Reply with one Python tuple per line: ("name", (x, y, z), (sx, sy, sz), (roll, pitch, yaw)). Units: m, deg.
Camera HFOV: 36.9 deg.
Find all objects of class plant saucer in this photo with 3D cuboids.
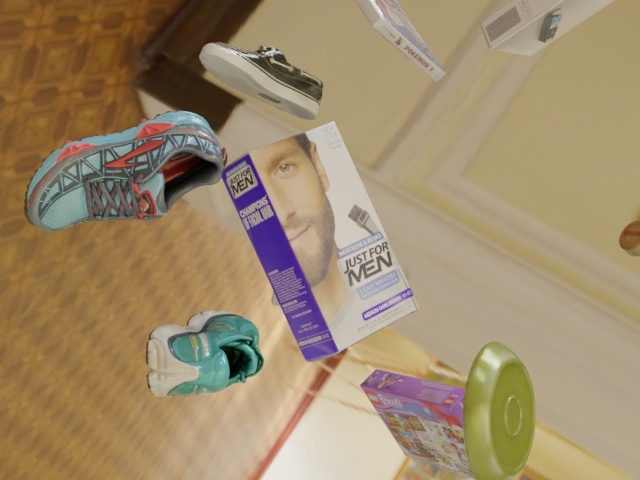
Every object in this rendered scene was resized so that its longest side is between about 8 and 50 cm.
("plant saucer", (0.300, 0.285, 1.561), (0.241, 0.037, 0.240), (5, 84, -55))

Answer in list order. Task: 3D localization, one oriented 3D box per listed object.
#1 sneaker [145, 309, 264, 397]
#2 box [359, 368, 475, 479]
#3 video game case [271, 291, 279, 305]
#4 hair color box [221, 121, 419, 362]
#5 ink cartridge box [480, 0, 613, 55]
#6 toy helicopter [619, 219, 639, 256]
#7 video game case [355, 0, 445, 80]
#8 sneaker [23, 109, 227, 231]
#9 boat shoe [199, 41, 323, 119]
("sneaker", (-0.121, 0.149, 1.186), (0.275, 0.110, 0.107), (-14, 106, -77))
("box", (0.223, 0.360, 1.871), (0.057, 0.201, 0.293), (-41, -158, -25))
("video game case", (-0.002, 0.059, 1.690), (0.157, 0.019, 0.143), (-8, 144, -19))
("hair color box", (0.000, 0.000, 1.533), (0.185, 0.338, 0.110), (-25, 178, -36))
("ink cartridge box", (0.491, -0.447, 1.795), (0.261, 0.066, 0.296), (-5, 162, -43))
("toy helicopter", (0.793, -0.049, 2.036), (0.355, 0.140, 0.235), (-34, -145, 40))
("video game case", (0.094, -0.344, 1.429), (0.023, 0.201, 0.183), (-39, 144, 19))
("sneaker", (-0.239, -0.076, 1.195), (0.262, 0.125, 0.104), (-27, 136, -15))
("boat shoe", (-0.086, -0.256, 1.455), (0.219, 0.078, 0.070), (24, 75, -38))
